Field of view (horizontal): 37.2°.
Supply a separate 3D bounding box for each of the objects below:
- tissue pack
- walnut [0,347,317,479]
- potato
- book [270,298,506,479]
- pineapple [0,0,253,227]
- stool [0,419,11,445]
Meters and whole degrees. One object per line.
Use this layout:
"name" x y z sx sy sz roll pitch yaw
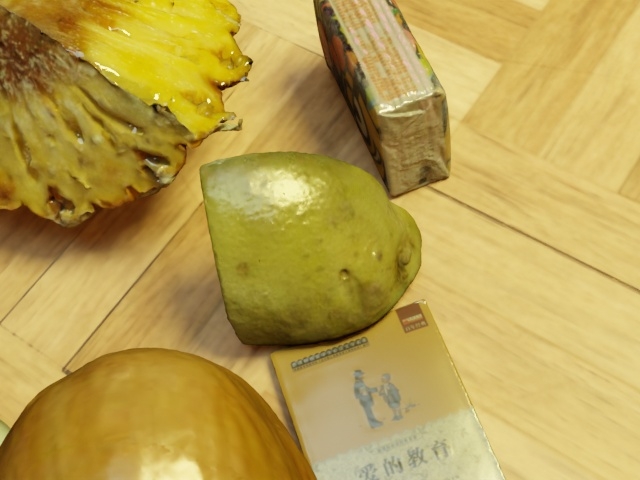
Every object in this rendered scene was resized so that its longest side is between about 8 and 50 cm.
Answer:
"tissue pack" 0.047 -0.123 0.717 0.060 0.108 0.148 -20 59 -3
"walnut" -0.081 0.200 0.497 0.203 0.203 0.298 -13 63 -1
"potato" 0.000 0.000 0.636 0.149 0.120 0.081 -16 47 -2
"book" 0.047 0.130 0.625 0.118 0.012 0.172 -19 60 -5
"pineapple" -0.215 -0.153 0.760 0.344 0.209 0.286 31 34 -4
"stool" -0.287 0.155 0.544 0.195 0.199 0.195 -19 61 -2
